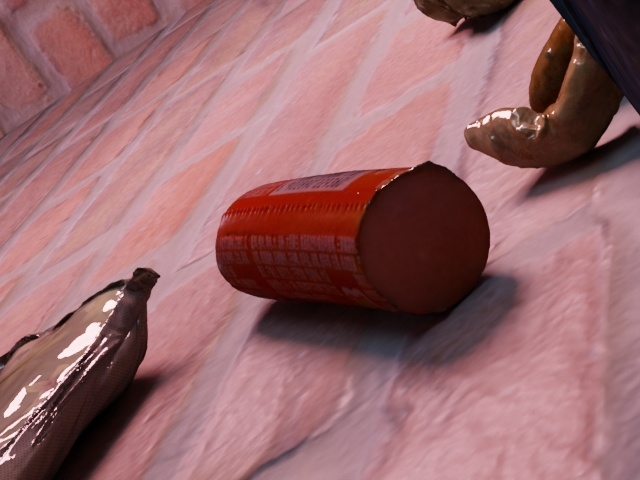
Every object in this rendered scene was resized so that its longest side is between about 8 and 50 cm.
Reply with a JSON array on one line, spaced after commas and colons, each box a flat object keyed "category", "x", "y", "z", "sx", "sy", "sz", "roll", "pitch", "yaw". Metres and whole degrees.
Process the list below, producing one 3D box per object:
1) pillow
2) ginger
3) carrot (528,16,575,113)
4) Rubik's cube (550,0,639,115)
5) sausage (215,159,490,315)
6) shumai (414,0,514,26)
[{"category": "pillow", "x": -0.183, "y": 0.118, "z": 0.999, "sx": 0.169, "sy": 0.059, "sz": 0.255, "roll": -28, "pitch": 17, "yaw": 33}, {"category": "ginger", "x": 0.195, "y": -0.127, "z": 0.861, "sx": 0.288, "sy": 0.089, "sz": 0.075, "roll": -42, "pitch": 38, "yaw": 16}, {"category": "carrot", "x": 0.186, "y": -0.165, "z": 0.913, "sx": 0.298, "sy": 0.078, "sz": 0.078, "roll": -56, "pitch": 4, "yaw": 27}, {"category": "Rubik's cube", "x": 0.182, "y": -0.236, "z": 0.610, "sx": 0.313, "sy": 0.318, "sz": 0.316, "roll": -33, "pitch": 33, "yaw": 9}, {"category": "sausage", "x": 0.000, "y": 0.000, "z": 0.916, "sx": 0.074, "sy": 0.074, "sz": 0.274, "roll": -40, "pitch": 15, "yaw": -18}, {"category": "shumai", "x": 0.108, "y": -0.213, "z": 1.355, "sx": 0.087, "sy": 0.099, "sz": 0.124, "roll": -46, "pitch": 1, "yaw": 42}]
